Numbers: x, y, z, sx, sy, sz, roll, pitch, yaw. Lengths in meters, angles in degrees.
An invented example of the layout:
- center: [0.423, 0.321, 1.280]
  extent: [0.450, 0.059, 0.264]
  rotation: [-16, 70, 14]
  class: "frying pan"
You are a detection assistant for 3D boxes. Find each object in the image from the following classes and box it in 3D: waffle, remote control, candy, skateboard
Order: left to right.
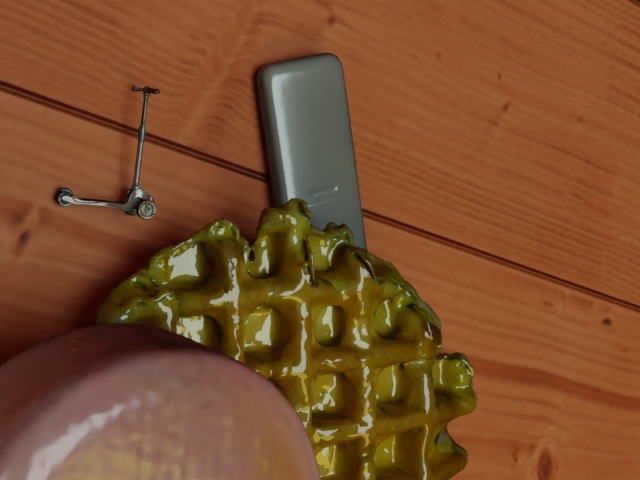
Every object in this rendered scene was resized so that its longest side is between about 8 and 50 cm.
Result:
- center: [-0.130, -0.058, 0.897]
  extent: [0.064, 0.032, 0.083]
  rotation: [8, 94, -30]
  class: "skateboard"
- center: [-0.115, 0.176, 0.803]
  extent: [0.255, 0.094, 0.255]
  rotation: [-11, 108, -37]
  class: "candy"
- center: [-0.034, 0.139, 0.956]
  extent: [0.302, 0.068, 0.325]
  rotation: [-51, 119, -13]
  class: "waffle"
- center: [0.000, 0.000, 1.014]
  extent: [0.067, 0.029, 0.260]
  rotation: [-15, 105, -30]
  class: "remote control"
